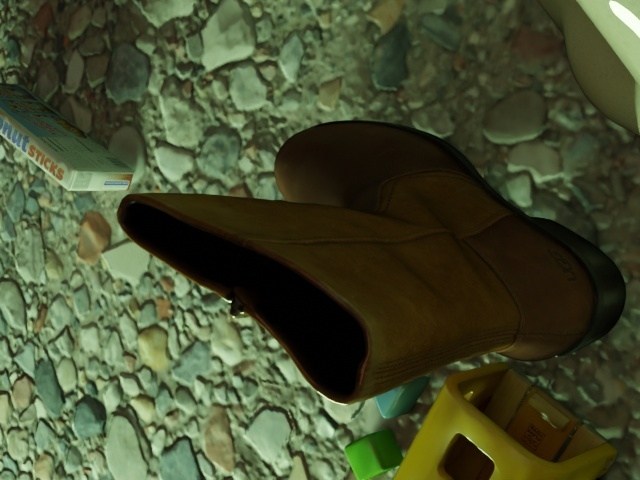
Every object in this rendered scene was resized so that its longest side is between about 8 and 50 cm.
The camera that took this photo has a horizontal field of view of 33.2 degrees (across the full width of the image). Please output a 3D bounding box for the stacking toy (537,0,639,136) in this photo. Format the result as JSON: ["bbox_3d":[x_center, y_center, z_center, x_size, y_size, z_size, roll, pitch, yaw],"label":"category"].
[{"bbox_3d":[0.263,-0.251,0.405,0.480,0.350,0.350,-38,68,14],"label":"stacking toy"}]

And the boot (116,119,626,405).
[{"bbox_3d":[0.000,0.000,0.587,0.264,0.280,0.096,39,115,31],"label":"boot"}]

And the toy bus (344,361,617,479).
[{"bbox_3d":[0.082,0.174,0.643,0.191,0.104,0.202,-18,80,39],"label":"toy bus"}]

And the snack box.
[{"bbox_3d":[-0.237,-0.092,0.917,0.178,0.064,0.022,36,114,33],"label":"snack box"}]
